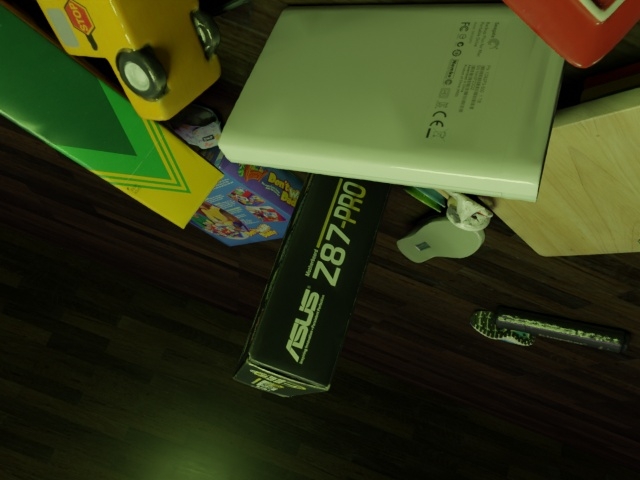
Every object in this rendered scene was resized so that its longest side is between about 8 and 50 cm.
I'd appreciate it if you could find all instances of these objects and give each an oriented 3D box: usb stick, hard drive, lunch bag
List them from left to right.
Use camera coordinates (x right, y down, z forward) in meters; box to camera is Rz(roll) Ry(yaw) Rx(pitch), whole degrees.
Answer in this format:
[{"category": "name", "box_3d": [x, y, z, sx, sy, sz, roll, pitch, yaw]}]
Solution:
[{"category": "lunch bag", "box_3d": [-0.209, -0.194, 0.878, 0.083, 0.053, 0.071, 15, 162, 3]}, {"category": "hard drive", "box_3d": [0.069, -0.151, 0.510, 0.307, 0.203, 0.040, 11, 157, 25]}, {"category": "usb stick", "box_3d": [0.533, 0.200, 1.156, 0.278, 0.045, 0.077, 9, 155, 27]}]

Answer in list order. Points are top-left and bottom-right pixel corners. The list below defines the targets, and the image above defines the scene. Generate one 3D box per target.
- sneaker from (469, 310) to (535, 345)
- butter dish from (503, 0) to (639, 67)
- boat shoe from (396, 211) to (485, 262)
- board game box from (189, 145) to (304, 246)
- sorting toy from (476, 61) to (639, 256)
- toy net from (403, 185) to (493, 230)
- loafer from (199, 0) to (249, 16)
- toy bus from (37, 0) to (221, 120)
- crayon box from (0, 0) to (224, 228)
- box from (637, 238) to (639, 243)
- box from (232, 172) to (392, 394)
[{"category": "sneaker", "box_3d": [0.444, 0.226, 1.281, 0.162, 0.063, 0.073, 21, 162, 0]}, {"category": "butter dish", "box_3d": [0.173, -0.234, 0.353, 0.160, 0.118, 0.160, 30, 113, -24]}, {"category": "boat shoe", "box_3d": [0.211, -0.019, 0.883, 0.079, 0.081, 0.227, 46, 161, -8]}, {"category": "board game box", "box_3d": [-0.184, -0.088, 1.077, 0.233, 0.078, 0.347, 34, 155, -31]}, {"category": "sorting toy", "box_3d": [0.323, -0.085, 0.596, 0.257, 0.089, 0.255, 34, 156, -31]}, {"category": "toy net", "box_3d": [0.194, -0.045, 0.727, 0.122, 0.045, 0.232, 31, -167, -9]}, {"category": "loafer", "box_3d": [-0.070, -0.277, 0.508, 0.223, 0.078, 0.076, -2, 149, 46]}, {"category": "toy bus", "box_3d": [-0.207, -0.278, 0.458, 0.130, 0.108, 0.333, 12, 139, 27]}, {"category": "crayon box", "box_3d": [-0.338, -0.193, 0.723, 0.313, 0.106, 0.363, 39, 180, -39]}, {"category": "box", "box_3d": [0.450, -0.020, 0.487, 0.183, 0.231, 0.056, 34, -160, -32]}, {"category": "box", "box_3d": [0.000, 0.000, 0.682, 0.097, 0.395, 0.318, 20, 160, -4]}]
